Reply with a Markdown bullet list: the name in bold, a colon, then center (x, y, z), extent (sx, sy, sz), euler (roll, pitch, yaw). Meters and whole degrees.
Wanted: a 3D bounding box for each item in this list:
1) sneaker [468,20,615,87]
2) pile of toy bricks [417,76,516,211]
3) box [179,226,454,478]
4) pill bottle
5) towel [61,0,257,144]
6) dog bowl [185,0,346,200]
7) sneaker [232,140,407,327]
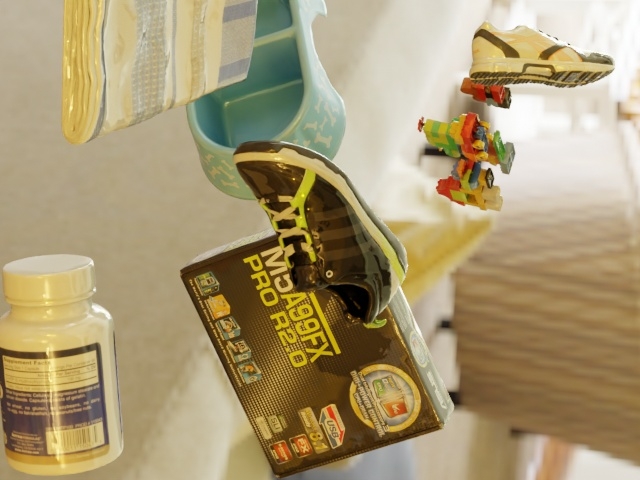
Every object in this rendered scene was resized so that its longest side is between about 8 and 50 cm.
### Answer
- **sneaker**: center (0.155, -0.131, 1.252), extent (0.040, 0.109, 0.044), euler (142, -52, -67)
- **pile of toy bricks**: center (0.168, -0.124, 2.174), extent (0.212, 0.105, 0.118), euler (63, 43, -65)
- **box**: center (-0.004, 0.110, 1.993), extent (0.270, 0.216, 0.060), euler (66, 24, -11)
- **pill bottle**: center (-0.244, 0.112, 1.662), extent (0.112, 0.112, 0.187), euler (-33, 122, -67)
- **towel**: center (-0.125, -0.204, 1.508), extent (0.285, 0.034, 0.209), euler (-29, 129, -58)
- **dog bowl**: center (-0.072, -0.187, 1.902), extent (0.074, 0.166, 0.297), euler (55, 22, -58)
- **sneaker**: center (0.000, 0.000, 1.674), extent (0.234, 0.084, 0.097), euler (42, 59, -32)
